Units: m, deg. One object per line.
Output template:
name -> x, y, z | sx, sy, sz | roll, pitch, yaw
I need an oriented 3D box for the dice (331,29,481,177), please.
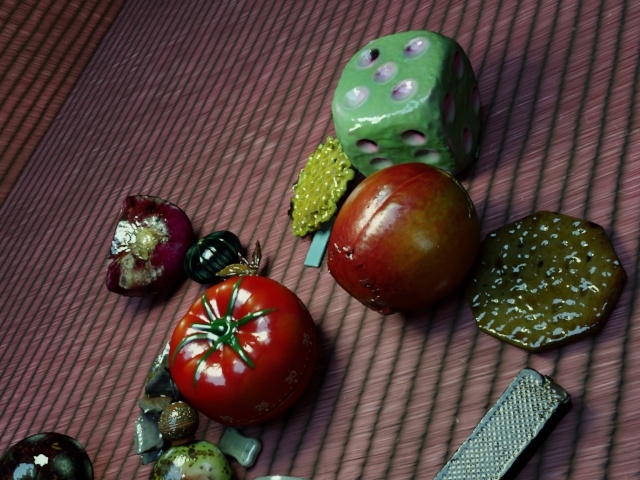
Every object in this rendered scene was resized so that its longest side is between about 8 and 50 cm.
dice -> 0.237, -0.344, 1.709 | 0.318, 0.322, 0.330 | -1, 61, 34

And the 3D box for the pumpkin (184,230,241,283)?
pumpkin -> -0.334, 0.050, 1.952 | 0.194, 0.150, 0.194 | -16, 44, 16

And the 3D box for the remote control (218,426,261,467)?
remote control -> -0.207, 0.528, 1.611 | 0.122, 0.032, 0.074 | 13, 68, 39

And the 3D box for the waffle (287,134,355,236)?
waffle -> -0.005, -0.165, 1.881 | 0.307, 0.060, 0.312 | -50, 29, 24

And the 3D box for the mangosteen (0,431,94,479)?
mangosteen -> -0.772, 0.674, 1.756 | 0.288, 0.288, 0.288 | -18, 51, 24

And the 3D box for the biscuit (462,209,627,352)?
biscuit -> 0.496, 0.086, 1.421 | 0.359, 0.046, 0.359 | -18, 51, 25

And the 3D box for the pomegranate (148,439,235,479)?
pomegranate -> -0.302, 0.591, 1.496 | 0.214, 0.214, 0.248 | -62, 14, -16

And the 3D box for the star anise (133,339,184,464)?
star anise -> -0.423, 0.440, 1.691 | 0.118, 0.331, 0.331 | 13, 62, 0

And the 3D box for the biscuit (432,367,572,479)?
biscuit -> 0.348, 0.432, 1.266 | 0.388, 0.073, 0.107 | -50, 47, -4

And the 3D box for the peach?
peach -> 0.188, -0.004, 1.495 | 0.370, 0.370, 0.370 | -18, 51, 24

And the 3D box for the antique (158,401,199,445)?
antique -> -0.347, 0.444, 1.538 | 0.104, 0.104, 0.104 | -18, 51, 24

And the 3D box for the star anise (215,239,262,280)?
star anise -> -0.227, 0.109, 1.853 | 0.157, 0.053, 0.212 | -12, 75, -12

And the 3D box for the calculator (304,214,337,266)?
calculator -> 0.000, 0.000, 1.845 | 0.057, 0.018, 0.172 | 2, 62, 37

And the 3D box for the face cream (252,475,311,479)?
face cream -> -0.078, 0.624, 1.355 | 0.175, 0.175, 0.195 | -13, 53, 28

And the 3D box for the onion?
onion -> -0.543, 0.029, 2.043 | 0.282, 0.260, 0.336 | 139, 141, -64

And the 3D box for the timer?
timer -> -0.189, 0.279, 1.603 | 0.378, 0.279, 0.378 | -17, 50, 21
